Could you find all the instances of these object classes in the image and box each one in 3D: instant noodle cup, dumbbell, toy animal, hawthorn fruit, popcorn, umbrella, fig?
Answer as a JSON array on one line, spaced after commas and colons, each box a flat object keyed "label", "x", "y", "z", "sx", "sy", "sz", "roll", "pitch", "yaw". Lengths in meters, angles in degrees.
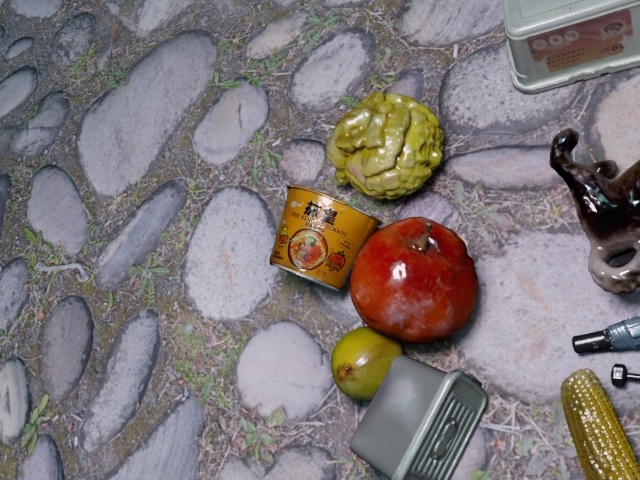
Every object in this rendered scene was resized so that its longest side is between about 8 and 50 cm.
[{"label": "instant noodle cup", "x": 0.000, "y": 0.000, "z": 1.521, "sx": 0.216, "sy": 0.216, "sz": 0.172, "roll": 19, "pitch": 86, "yaw": 33}, {"label": "dumbbell", "x": 0.527, "y": 0.227, "z": 1.228, "sx": 0.083, "sy": 0.040, "sz": 0.035, "roll": 1, "pitch": 98, "yaw": 28}, {"label": "toy animal", "x": 0.595, "y": -0.068, "z": 1.249, "sx": 0.345, "sy": 0.194, "sz": 0.302, "roll": -17, "pitch": 55, "yaw": 24}, {"label": "hawthorn fruit", "x": 0.174, "y": 0.052, "z": 1.349, "sx": 0.242, "sy": 0.271, "sz": 0.241, "roll": -2, "pitch": 51, "yaw": 3}, {"label": "popcorn", "x": 0.129, "y": -0.200, "z": 1.546, "sx": 0.259, "sy": 0.212, "sz": 0.259, "roll": -9, "pitch": 60, "yaw": 16}, {"label": "umbrella", "x": 0.552, "y": 0.150, "z": 1.242, "sx": 0.251, "sy": 0.053, "sz": 0.052, "roll": -16, "pitch": 61, "yaw": 20}, {"label": "fig", "x": 0.088, "y": 0.234, "z": 1.408, "sx": 0.136, "sy": 0.120, "sz": 0.153, "roll": -9, "pitch": 39, "yaw": 29}]

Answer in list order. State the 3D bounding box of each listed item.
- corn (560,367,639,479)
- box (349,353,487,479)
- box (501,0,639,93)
[{"label": "corn", "x": 0.460, "y": 0.358, "z": 1.165, "sx": 0.097, "sy": 0.097, "sz": 0.319, "roll": -23, "pitch": 56, "yaw": 16}, {"label": "box", "x": 0.169, "y": 0.325, "z": 1.301, "sx": 0.135, "sy": 0.163, "sz": 0.243, "roll": 20, "pitch": 78, "yaw": 43}, {"label": "box", "x": 0.514, "y": -0.439, "z": 1.471, "sx": 0.312, "sy": 0.182, "sz": 0.175, "roll": -13, "pitch": 61, "yaw": 23}]
